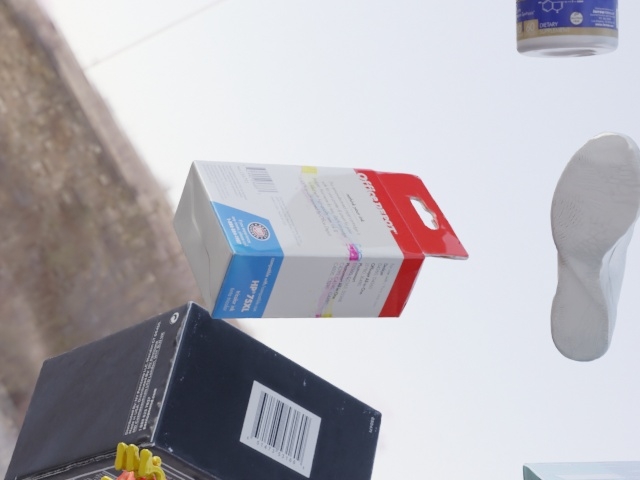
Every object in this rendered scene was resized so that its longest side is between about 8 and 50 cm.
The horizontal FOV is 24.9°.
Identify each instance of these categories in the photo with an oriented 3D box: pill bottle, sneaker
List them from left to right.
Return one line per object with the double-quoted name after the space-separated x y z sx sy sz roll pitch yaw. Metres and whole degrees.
0.267 -0.297 1.577 0.112 0.112 0.186 -179 -93 -78 "pill bottle"
0.255 0.001 1.346 0.094 0.080 0.212 -24 124 -68 "sneaker"

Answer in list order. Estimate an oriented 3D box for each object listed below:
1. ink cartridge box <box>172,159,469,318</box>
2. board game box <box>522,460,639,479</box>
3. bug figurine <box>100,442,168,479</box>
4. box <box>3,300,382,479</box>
0.000 0.000 1.294 0.134 0.231 0.078 63 -38 45 "ink cartridge box"
0.321 0.244 1.253 0.336 0.254 0.079 60 28 -87 "board game box"
-0.137 0.324 1.241 0.216 0.279 0.072 12 -1 45 "bug figurine"
-0.144 0.236 1.641 0.296 0.183 0.294 34 -38 -31 "box"
